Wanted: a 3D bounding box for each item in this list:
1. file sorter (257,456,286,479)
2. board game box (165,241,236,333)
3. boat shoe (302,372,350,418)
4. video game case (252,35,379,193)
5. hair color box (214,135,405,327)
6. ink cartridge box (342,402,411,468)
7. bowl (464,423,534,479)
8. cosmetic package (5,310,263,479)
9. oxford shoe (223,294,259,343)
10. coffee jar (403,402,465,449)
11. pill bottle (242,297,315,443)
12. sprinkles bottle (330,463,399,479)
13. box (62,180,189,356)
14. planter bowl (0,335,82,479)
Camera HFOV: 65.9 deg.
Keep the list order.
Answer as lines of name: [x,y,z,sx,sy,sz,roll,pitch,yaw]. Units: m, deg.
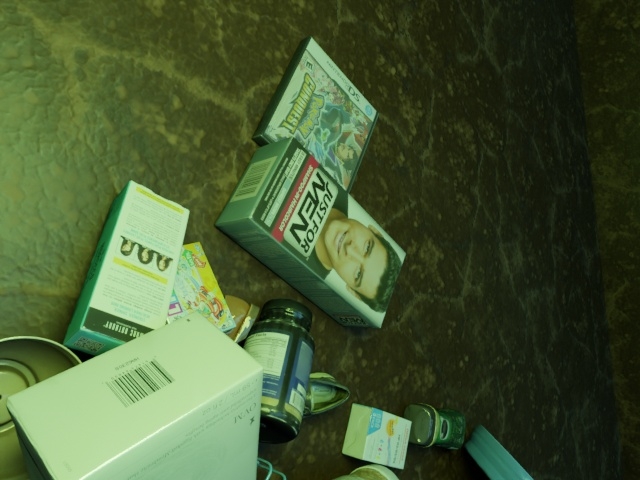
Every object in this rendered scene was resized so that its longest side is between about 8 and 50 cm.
file sorter: [-0.154,0.371,0.774,0.170,0.105,0.118,52,54,-27]
board game box: [-0.208,0.084,0.769,0.104,0.026,0.154,-15,74,-44]
boat shoe: [-0.037,0.288,0.916,0.224,0.074,0.080,5,82,-43]
video game case: [0.005,-0.245,1.043,0.248,0.035,0.274,39,60,-34]
hair color box: [0.000,0.000,0.957,0.374,0.114,0.185,42,58,-33]
ink cartridge box: [0.137,0.430,1.075,0.181,0.062,0.104,32,64,-38]
bowl: [0.509,0.636,1.218,0.077,0.391,0.391,-41,118,-2]
cosmetic package: [-0.195,0.243,0.570,0.224,0.138,0.224,-24,133,-41]
oxford shoe: [-0.180,0.186,0.807,0.076,0.076,0.212,30,59,-10]
coffee jar: [0.272,0.447,1.189,0.185,0.079,0.096,26,68,-42]
pill bottle: [-0.076,0.211,0.830,0.123,0.123,0.219,45,39,-31]
sprinkles bottle: [0.038,0.478,0.863,0.355,0.122,0.121,29,64,-59]
box: [-0.256,0.040,0.677,0.101,0.060,0.244,30,42,-32]
planter bowl: [-0.372,0.192,0.581,0.162,0.109,0.161,7,80,-43]
